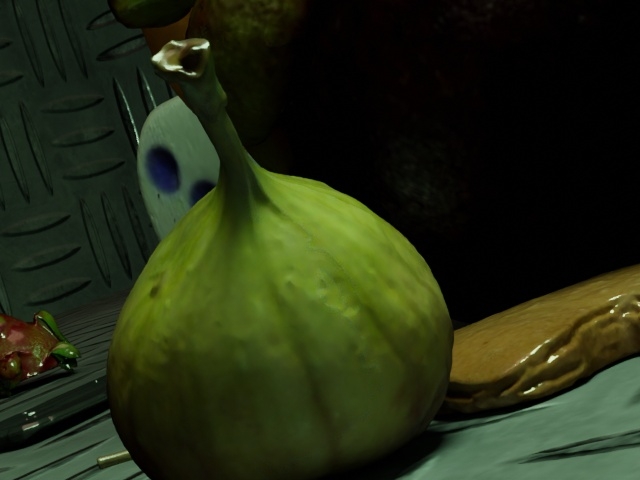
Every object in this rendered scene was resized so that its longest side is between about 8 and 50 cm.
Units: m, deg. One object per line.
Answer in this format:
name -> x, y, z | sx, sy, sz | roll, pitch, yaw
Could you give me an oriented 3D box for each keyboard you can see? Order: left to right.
keyboard -> -0.201, 0.136, 1.398 | 0.106, 0.016, 0.262 | -16, 2, 29

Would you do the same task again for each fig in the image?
fig -> -0.020, 0.027, 0.721 | 0.160, 0.143, 0.230 | -13, -26, -8

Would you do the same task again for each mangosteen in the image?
mangosteen -> 0.094, -0.152, 1.022 | 0.382, 0.435, 0.382 | -60, -7, -13

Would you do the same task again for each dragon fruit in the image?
dragon fruit -> -0.362, 0.127, 1.868 | 0.142, 0.175, 0.138 | -48, -8, -1

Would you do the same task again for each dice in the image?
dice -> -0.014, -0.082, 1.995 | 0.304, 0.277, 0.304 | -24, 4, -37

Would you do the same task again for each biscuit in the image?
biscuit -> 0.141, 0.042, 0.824 | 0.192, 0.036, 0.186 | -20, 4, -17

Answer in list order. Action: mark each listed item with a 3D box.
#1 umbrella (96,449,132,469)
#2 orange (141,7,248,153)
umbrella -> -0.041, 0.102, 0.913 | 0.165, 0.025, 0.027 | -16, -17, -8
orange -> 0.055, -0.241, 1.376 | 0.424, 0.326, 0.424 | -9, -29, -5
